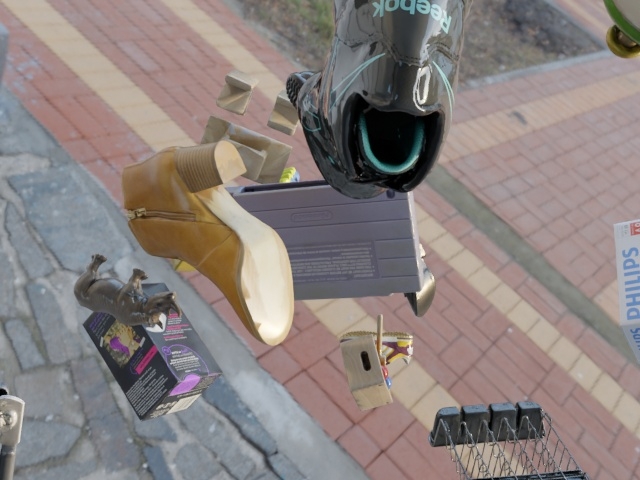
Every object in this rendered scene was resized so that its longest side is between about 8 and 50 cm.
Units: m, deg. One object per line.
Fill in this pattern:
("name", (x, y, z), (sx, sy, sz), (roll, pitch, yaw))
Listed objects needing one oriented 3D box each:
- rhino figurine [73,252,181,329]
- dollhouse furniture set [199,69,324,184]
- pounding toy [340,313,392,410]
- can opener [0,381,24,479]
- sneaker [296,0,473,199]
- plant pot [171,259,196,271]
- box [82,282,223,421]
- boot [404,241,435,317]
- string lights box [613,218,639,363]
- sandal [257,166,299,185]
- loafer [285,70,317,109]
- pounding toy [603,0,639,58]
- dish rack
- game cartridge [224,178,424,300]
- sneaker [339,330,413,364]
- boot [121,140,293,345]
("rhino figurine", (-0.369, 0.107, 1.390), (0.243, 0.073, 0.106), (19, 76, 18))
("dollhouse furniture set", (-0.110, -0.199, 1.860), (0.394, 0.362, 0.256), (21, 18, -4))
("pounding toy", (0.103, 0.250, 1.480), (0.100, 0.130, 0.141), (-16, 54, 5))
("can opener", (-0.671, 0.432, 1.510), (0.075, 0.284, 0.095), (7, 20, -23))
("sneaker", (0.031, -0.077, 0.489), (0.101, 0.267, 0.106), (5, 70, -1))
("plant pot", (-0.375, 0.045, 2.020), (0.081, 0.083, 0.082), (10, 47, -42))
("box", (-0.374, 0.241, 1.613), (0.270, 0.143, 0.165), (53, 21, 21))
("boot", (0.189, 0.075, 1.983), (0.229, 0.263, 0.091), (13, 38, 43))
("string lights box", (0.422, 0.030, 0.680), (0.077, 0.259, 0.133), (50, 40, -38))
("sandal", (-0.136, -0.102, 2.223), (0.138, 0.126, 0.317), (54, 41, -30))
("loafer", (0.033, -0.195, 1.178), (0.078, 0.080, 0.220), (-32, 84, -24))
("pounding toy", (0.443, -0.276, 0.945), (0.182, 0.110, 0.237), (-15, 74, -13))
("dish rack", (0.305, 0.355, 1.164), (0.208, 0.074, 0.271), (-4, 22, -6))
("game cartridge", (0.000, 0.000, 1.313), (0.354, 0.230, 0.068), (-4, 30, 15))
("sneaker", (0.136, 0.268, 1.773), (0.185, 0.084, 0.069), (2, 4, -6))
("boot", (-0.164, 0.012, 1.013), (0.104, 0.211, 0.295), (-27, 102, -50))
